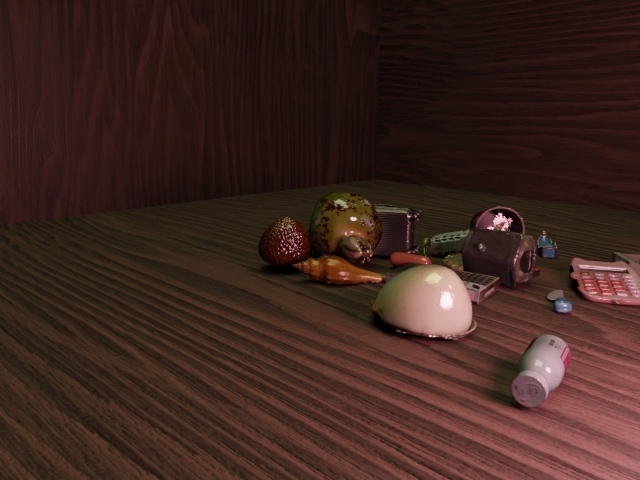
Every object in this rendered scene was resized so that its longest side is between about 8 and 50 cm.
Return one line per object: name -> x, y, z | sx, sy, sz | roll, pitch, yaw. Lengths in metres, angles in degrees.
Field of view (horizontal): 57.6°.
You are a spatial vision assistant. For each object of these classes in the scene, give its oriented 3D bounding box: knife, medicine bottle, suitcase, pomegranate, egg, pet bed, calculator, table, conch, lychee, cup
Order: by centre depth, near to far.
medicine bottle -> 0.457, 0.270, 1.211 | 0.090, 0.090, 0.217 | 9, 16, 31
egg -> 0.279, 0.144, 1.570 | 0.264, 0.174, 0.286 | -1, 9, -25
knife -> 0.723, 0.177, 1.775 | 0.058, 0.032, 0.244 | -5, 7, 16
calculator -> 0.924, 0.137, 1.883 | 0.220, 0.048, 0.329 | 5, 20, 14
conch -> 0.071, 0.095, 1.942 | 0.330, 0.093, 0.109 | 1, 6, -2
pet bed -> 0.597, 0.051, 1.951 | 0.159, 0.183, 0.211 | -5, 15, -43
pomegranate -> 0.103, -0.017, 2.082 | 0.285, 0.285, 0.340 | -3, 30, -15
table -> 1.084, 0.090, 2.082 | 0.175, 0.062, 0.146 | 4, 13, 3
lychee -> -0.124, 0.016, 2.085 | 0.194, 0.194, 0.194 | 1, 13, 0
suitcase -> 0.242, -0.040, 2.293 | 0.312, 0.202, 0.128 | 5, 14, 17
cup -> 0.723, -0.053, 2.455 | 0.203, 0.203, 0.288 | 2, 7, 4

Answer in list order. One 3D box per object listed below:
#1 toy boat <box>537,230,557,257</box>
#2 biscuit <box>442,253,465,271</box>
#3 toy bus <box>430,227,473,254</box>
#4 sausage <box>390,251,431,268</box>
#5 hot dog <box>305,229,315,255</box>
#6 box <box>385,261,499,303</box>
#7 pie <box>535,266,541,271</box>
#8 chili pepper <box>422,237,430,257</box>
toy boat -> 0.919, 0.014, 2.362 | 0.075, 0.077, 0.185 | 3, 13, 14
biscuit -> 0.526, 0.079, 2.151 | 0.141, 0.038, 0.290 | 11, 15, 39
toy bus -> 0.518, 0.012, 2.276 | 0.194, 0.087, 0.089 | -8, 11, 34
sausage -> 0.325, 0.078, 2.093 | 0.154, 0.062, 0.062 | 9, 16, 33
hot dog -> 0.003, 0.002, 2.338 | 0.160, 0.099, 0.227 | -10, 13, -19
box -> 0.396, 0.132, 1.899 | 0.325, 0.047, 0.180 | 9, 16, 35
pie -> 0.746, 0.097, 2.096 | 0.088, 0.033, 0.191 | 10, 9, 9
chili pepper -> 0.414, 0.030, 2.291 | 0.030, 0.091, 0.034 | 19, -28, -11
